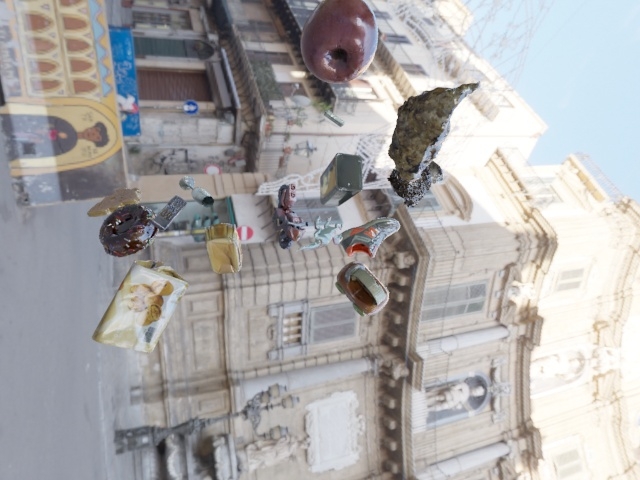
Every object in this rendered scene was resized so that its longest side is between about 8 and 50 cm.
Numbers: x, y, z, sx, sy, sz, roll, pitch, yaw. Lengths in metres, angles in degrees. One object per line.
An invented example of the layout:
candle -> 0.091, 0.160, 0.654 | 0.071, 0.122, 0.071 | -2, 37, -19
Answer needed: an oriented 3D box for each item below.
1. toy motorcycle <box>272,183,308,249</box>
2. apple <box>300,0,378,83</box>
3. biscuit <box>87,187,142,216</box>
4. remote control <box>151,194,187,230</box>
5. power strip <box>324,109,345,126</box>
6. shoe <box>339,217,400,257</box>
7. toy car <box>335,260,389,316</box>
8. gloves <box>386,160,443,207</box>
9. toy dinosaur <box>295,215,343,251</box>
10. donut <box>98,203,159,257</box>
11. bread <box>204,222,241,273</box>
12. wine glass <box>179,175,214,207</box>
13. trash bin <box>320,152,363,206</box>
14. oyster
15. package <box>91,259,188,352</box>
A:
toy motorcycle -> -0.095, -0.080, 1.348 | 0.118, 0.084, 0.213 | -10, -100, 52
apple -> 0.068, -0.745, 1.558 | 0.306, 0.305, 0.235 | 117, -20, -56
biscuit -> -0.895, -0.162, 1.841 | 0.212, 0.238, 0.041 | 27, -37, 43
remote control -> -0.549, -0.103, 1.537 | 0.028, 0.059, 0.212 | -48, -165, 28
power strip -> 0.053, -0.462, 1.604 | 0.016, 0.090, 0.040 | -60, -165, -6
shoe -> 0.269, 0.001, 2.201 | 0.132, 0.336, 0.171 | 73, -1, -59
toy car -> 0.172, 0.175, 1.641 | 0.235, 0.145, 0.235 | 47, -15, 16
gloves -> 0.421, -0.272, 1.912 | 0.211, 0.312, 0.135 | 58, -34, 9
toy dinosaur -> 0.000, 0.000, 1.553 | 0.053, 0.242, 0.168 | 17, -42, 33
donut -> -0.729, -0.044, 1.596 | 0.089, 0.234, 0.235 | 69, -2, -51
bread -> -0.403, 0.033, 1.765 | 0.241, 0.136, 0.107 | 93, -10, -49
wine glass -> -0.515, -0.202, 1.768 | 0.262, 0.074, 0.074 | 35, -51, 46
trash bin -> 0.083, -0.255, 1.855 | 0.240, 0.122, 0.164 | 142, -51, -67
oyster -> 0.353, -0.392, 1.441 | 0.111, 0.204, 0.396 | -75, -170, -58
package -> -0.667, 0.226, 1.557 | 0.165, 0.221, 0.312 | 31, -86, 53
